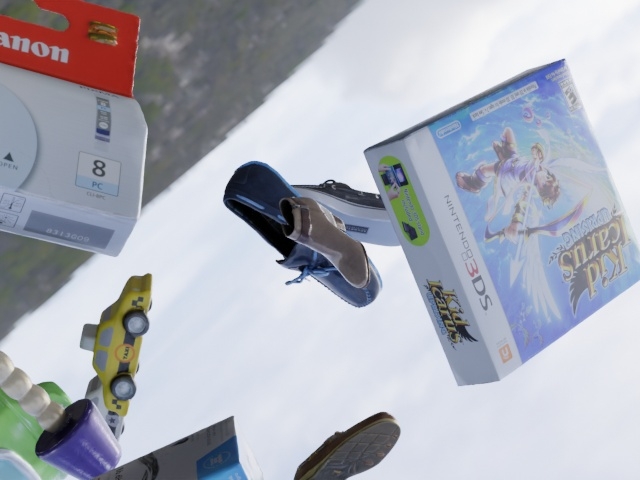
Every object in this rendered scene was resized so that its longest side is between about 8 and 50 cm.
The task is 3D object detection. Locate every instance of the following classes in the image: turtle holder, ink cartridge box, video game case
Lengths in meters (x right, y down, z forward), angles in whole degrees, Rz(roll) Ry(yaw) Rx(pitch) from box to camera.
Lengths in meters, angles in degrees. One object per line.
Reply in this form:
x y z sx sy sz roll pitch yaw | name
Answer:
-0.444 0.247 1.745 0.227 0.243 0.320 -46 174 -23 | turtle holder
-0.356 -0.187 1.638 0.091 0.308 0.385 127 -29 -49 | ink cartridge box
-0.136 0.217 1.113 0.180 0.060 0.104 -24 -165 0 | ink cartridge box
0.191 -0.024 1.369 0.269 0.244 0.061 -29 -170 -40 | video game case

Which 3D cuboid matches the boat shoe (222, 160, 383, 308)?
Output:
-0.034 0.010 1.890 0.109 0.258 0.089 -47 -175 48 | boat shoe

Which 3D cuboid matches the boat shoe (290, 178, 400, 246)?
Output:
0.029 -0.053 2.049 0.080 0.229 0.076 112 -18 -46 | boat shoe

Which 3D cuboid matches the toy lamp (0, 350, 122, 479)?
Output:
-0.306 0.137 1.379 0.080 0.274 0.080 -38 -159 17 | toy lamp

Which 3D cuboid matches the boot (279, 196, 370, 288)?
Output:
0.000 0.000 1.532 0.042 0.087 0.118 -51 -136 24 | boot

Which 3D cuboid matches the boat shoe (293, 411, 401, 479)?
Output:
0.028 0.270 1.791 0.178 0.064 0.060 -42 -146 23 | boat shoe

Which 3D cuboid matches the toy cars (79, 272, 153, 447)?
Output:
-0.302 0.190 1.974 0.393 0.087 0.176 112 -13 -55 | toy cars
